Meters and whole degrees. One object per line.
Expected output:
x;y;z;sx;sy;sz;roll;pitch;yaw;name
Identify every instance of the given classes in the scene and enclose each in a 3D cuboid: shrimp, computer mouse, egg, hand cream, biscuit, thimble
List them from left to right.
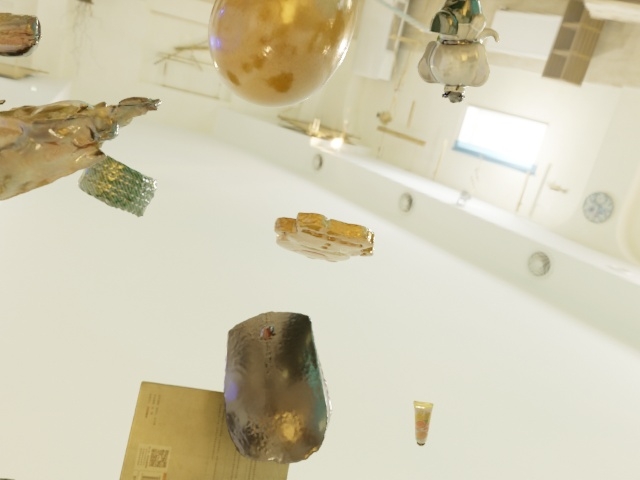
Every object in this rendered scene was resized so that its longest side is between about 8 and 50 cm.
-0.238;-0.102;0.421;0.255;0.145;0.059;-19;-176;14;shrimp
-0.404;-0.114;1.162;0.135;0.090;0.119;29;177;-42;thimble
-0.078;0.225;0.967;0.169;0.087;0.295;-13;-133;-1;computer mouse
-0.063;-0.399;1.068;0.250;0.322;0.250;33;-175;-3;egg
-0.001;0.003;1.040;0.185;0.035;0.249;16;166;-15;biscuit
0.178;0.322;1.027;0.035;0.102;0.022;5;-148;12;hand cream

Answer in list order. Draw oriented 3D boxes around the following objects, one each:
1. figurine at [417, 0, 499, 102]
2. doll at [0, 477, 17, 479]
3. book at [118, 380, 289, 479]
0.248;-0.343;1.043;0.126;0.192;0.147;-17;-151;-40;figurine
-0.434;0.391;0.537;0.253;0.382;0.378;9;-130;-7;doll
-0.183;0.359;0.983;0.283;0.214;0.025;16;161;-20;book
